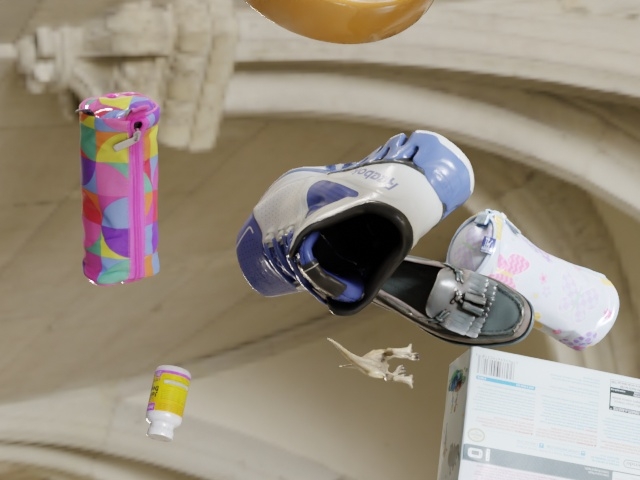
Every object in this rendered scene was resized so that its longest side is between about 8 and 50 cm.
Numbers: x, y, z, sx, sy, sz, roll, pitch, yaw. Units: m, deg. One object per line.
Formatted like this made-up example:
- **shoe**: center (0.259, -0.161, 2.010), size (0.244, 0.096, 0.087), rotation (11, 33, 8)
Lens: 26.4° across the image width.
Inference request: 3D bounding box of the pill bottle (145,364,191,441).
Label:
- **pill bottle**: center (-0.180, 0.191, 1.593), size (0.043, 0.043, 0.083), rotation (-31, -136, 56)

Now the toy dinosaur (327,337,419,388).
- **toy dinosaur**: center (0.065, 0.150, 1.640), size (0.093, 0.183, 0.053), rotation (0, -99, 15)

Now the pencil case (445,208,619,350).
- **pencil case**: center (0.313, 0.060, 2.011), size (0.113, 0.273, 0.124), rotation (-12, -127, 57)

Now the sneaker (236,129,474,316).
- **sneaker**: center (0.001, 0.000, 1.454), size (0.315, 0.182, 0.127), rotation (-24, -73, 43)

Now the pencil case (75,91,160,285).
- **pencil case**: center (-0.239, -0.062, 1.627), size (0.104, 0.104, 0.236), rotation (37, -48, 50)

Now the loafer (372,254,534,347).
- **loafer**: center (0.134, 0.067, 1.708), size (0.268, 0.084, 0.096), rotation (17, -97, 31)

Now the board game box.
- **board game box**: center (0.232, 0.283, 1.407), size (0.097, 0.224, 0.303), rotation (125, -24, -66)

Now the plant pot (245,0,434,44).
- **plant pot**: center (0.030, -0.288, 1.050), size (0.188, 0.205, 0.205), rotation (123, -48, -60)
